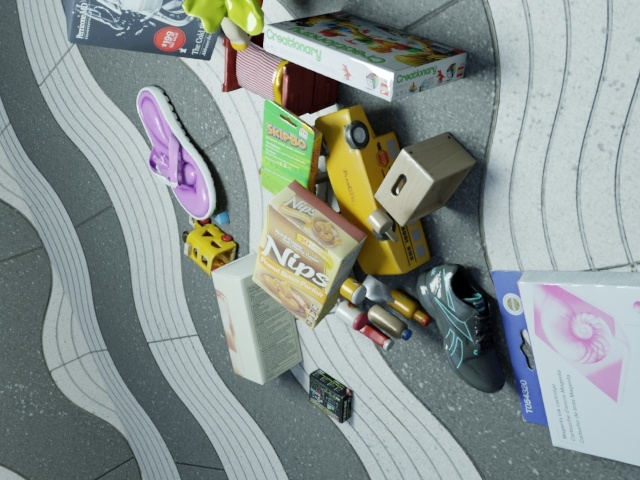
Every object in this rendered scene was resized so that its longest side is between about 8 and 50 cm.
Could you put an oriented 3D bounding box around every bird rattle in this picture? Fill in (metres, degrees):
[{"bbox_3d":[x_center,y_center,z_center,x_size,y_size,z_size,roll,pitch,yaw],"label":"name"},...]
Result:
[{"bbox_3d":[-0.160,-0.476,1.296,0.207,0.143,0.253,76,-165,-65],"label":"bird rattle"}]

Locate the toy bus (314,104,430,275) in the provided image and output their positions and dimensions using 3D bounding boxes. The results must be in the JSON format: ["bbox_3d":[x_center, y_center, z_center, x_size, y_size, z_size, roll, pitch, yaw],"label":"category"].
[{"bbox_3d":[0.102,-0.097,1.356,0.108,0.130,0.332,-5,105,51],"label":"toy bus"}]

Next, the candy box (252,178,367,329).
[{"bbox_3d":[-0.033,0.039,1.430,0.183,0.087,0.316,38,150,12],"label":"candy box"}]

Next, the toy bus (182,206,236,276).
[{"bbox_3d":[-0.323,0.011,1.919,0.202,0.104,0.190,-18,95,51],"label":"toy bus"}]

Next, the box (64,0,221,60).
[{"bbox_3d":[-0.348,-0.571,1.438,0.343,0.313,0.178,122,141,-47],"label":"box"}]

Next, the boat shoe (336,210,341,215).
[{"bbox_3d":[0.000,0.000,1.553,0.114,0.091,0.303,44,140,-11],"label":"boat shoe"}]

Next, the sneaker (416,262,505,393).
[{"bbox_3d":[0.279,0.165,1.319,0.106,0.101,0.267,-36,82,49],"label":"sneaker"}]

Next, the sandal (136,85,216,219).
[{"bbox_3d":[-0.415,-0.225,1.876,0.416,0.102,0.169,60,139,16],"label":"sandal"}]

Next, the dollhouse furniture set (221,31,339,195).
[{"bbox_3d":[-0.089,-0.233,1.483,0.201,0.152,0.373,30,130,36],"label":"dollhouse furniture set"}]

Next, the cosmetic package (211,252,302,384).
[{"bbox_3d":[-0.162,0.198,1.798,0.129,0.153,0.295,10,116,45],"label":"cosmetic package"}]

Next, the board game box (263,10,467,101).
[{"bbox_3d":[0.073,-0.329,1.216,0.305,0.193,0.053,31,131,35],"label":"board game box"}]

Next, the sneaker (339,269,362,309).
[{"bbox_3d":[0.050,0.109,1.591,0.070,0.051,0.134,-9,99,52],"label":"sneaker"}]

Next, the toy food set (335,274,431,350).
[{"bbox_3d":[0.123,0.147,1.380,0.105,0.232,0.111,34,95,31],"label":"toy food set"}]

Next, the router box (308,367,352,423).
[{"bbox_3d":[0.024,0.396,1.780,0.123,0.038,0.092,28,128,37],"label":"router box"}]

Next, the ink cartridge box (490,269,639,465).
[{"bbox_3d":[0.443,0.211,1.183,0.330,0.071,0.323,-2,108,48],"label":"ink cartridge box"}]

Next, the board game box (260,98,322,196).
[{"bbox_3d":[-0.061,-0.163,1.374,0.124,0.039,0.259,36,152,17],"label":"board game box"}]

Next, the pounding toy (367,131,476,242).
[{"bbox_3d":[0.147,-0.085,1.251,0.094,0.206,0.181,50,139,19],"label":"pounding toy"}]
